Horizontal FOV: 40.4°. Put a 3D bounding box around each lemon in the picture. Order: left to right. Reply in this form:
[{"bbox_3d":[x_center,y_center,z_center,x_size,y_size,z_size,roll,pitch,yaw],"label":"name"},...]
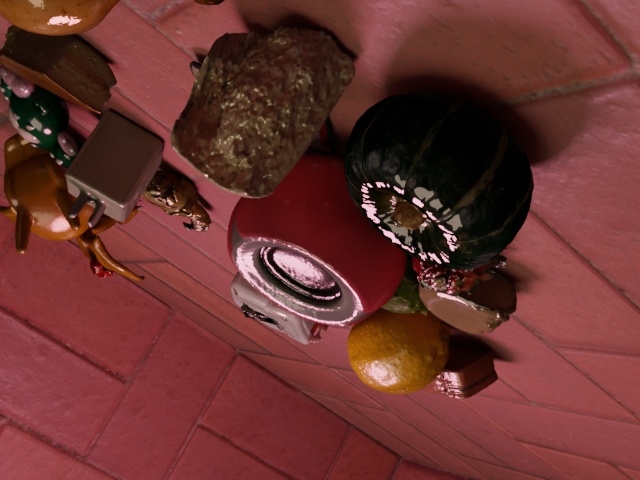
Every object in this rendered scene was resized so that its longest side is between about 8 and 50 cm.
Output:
[{"bbox_3d":[0.167,0.225,1.864,0.260,0.204,0.204,-18,133,42],"label":"lemon"}]

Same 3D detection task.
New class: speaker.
[{"bbox_3d":[0.000,0.000,1.388,0.294,0.294,0.294,26,162,9],"label":"speaker"}]

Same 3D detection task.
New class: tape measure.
[{"bbox_3d":[-0.116,0.166,2.259,0.246,0.125,0.243,22,161,17],"label":"tape measure"}]

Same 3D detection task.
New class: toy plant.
[{"bbox_3d":[-0.580,-0.257,1.797,0.243,0.112,0.233,23,149,55],"label":"toy plant"}]

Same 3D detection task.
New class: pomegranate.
[{"bbox_3d":[-0.350,-0.353,1.111,0.196,0.196,0.196,26,162,9],"label":"pomegranate"}]

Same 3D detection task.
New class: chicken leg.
[{"bbox_3d":[-0.308,-0.082,1.932,0.103,0.088,0.227,-11,143,35],"label":"chicken leg"}]

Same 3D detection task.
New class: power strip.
[{"bbox_3d":[-0.431,-0.124,1.765,0.139,0.224,0.140,30,163,-7],"label":"power strip"}]

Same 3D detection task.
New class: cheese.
[{"bbox_3d":[0.262,0.102,1.565,0.175,0.091,0.202,24,164,12],"label":"cheese"}]

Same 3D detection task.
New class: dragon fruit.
[{"bbox_3d":[0.216,0.031,1.398,0.130,0.121,0.142,21,-174,43],"label":"dragon fruit"}]

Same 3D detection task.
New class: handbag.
[{"bbox_3d":[0.297,0.290,1.958,0.193,0.151,0.072,-3,105,54],"label":"handbag"}]

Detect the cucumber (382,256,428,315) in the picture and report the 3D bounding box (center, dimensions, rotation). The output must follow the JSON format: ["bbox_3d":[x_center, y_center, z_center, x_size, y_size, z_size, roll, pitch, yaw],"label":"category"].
[{"bbox_3d":[0.132,0.074,1.636,0.244,0.134,0.134,37,161,-33],"label":"cucumber"}]

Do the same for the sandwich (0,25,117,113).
[{"bbox_3d":[-0.476,-0.317,1.516,0.258,0.094,0.096,26,164,15],"label":"sandwich"}]

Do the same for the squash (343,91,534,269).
[{"bbox_3d":[0.147,-0.077,1.114,0.252,0.165,0.252,28,161,10],"label":"squash"}]

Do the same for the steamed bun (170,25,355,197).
[{"bbox_3d":[-0.092,-0.167,1.128,0.170,0.226,0.200,36,163,-21],"label":"steamed bun"}]

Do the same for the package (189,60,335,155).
[{"bbox_3d":[-0.091,-0.201,1.346,0.231,0.040,0.166,21,160,19],"label":"package"}]

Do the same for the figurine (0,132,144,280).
[{"bbox_3d":[-0.583,-0.075,2.077,0.401,0.268,0.387,36,178,13],"label":"figurine"}]

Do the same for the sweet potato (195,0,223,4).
[{"bbox_3d":[-0.098,-0.313,1.021,0.057,0.057,0.264,39,164,-30],"label":"sweet potato"}]
